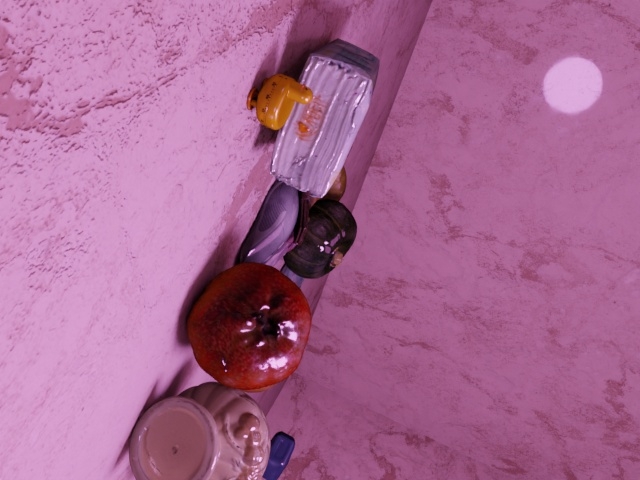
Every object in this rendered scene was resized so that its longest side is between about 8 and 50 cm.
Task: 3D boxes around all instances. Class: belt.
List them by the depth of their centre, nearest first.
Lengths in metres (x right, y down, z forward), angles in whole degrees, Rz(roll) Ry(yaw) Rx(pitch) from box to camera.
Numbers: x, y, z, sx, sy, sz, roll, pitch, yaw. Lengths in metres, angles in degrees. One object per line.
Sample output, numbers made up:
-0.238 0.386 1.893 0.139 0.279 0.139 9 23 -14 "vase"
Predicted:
-0.140 0.041 1.749 0.232 0.053 0.071 -49 158 -31 "belt"

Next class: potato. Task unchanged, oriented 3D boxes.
0.035 -0.190 2.167 0.160 0.111 0.272 -57 167 -42 "potato"

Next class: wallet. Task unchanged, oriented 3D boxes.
-0.052 -0.114 1.732 0.124 0.042 0.230 113 -16 -65 "wallet"
-0.131 0.169 2.273 0.176 0.074 0.250 96 18 -48 "wallet"

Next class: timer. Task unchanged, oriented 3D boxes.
-0.073 -0.265 1.165 0.107 0.109 0.107 24 90 -83 "timer"

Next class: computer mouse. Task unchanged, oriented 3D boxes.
-0.144 0.005 1.619 0.380 0.090 0.167 -63 171 -12 "computer mouse"

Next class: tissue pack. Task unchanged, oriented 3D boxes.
0.020 -0.297 1.400 0.388 0.162 0.288 -69 -178 -67 "tissue pack"

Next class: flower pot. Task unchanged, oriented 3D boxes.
-0.280 0.477 1.391 0.308 0.307 0.244 -65 157 -7 "flower pot"

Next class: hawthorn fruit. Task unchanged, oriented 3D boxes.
-0.170 0.209 1.431 0.285 0.284 0.369 -64 -179 -17 "hawthorn fruit"

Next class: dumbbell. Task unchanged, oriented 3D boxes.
-0.242 0.614 1.889 0.144 0.324 0.160 -60 175 -8 "dumbbell"

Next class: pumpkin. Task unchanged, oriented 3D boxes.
0.000 0.000 2.075 0.300 0.207 0.300 -42 161 -18 "pumpkin"

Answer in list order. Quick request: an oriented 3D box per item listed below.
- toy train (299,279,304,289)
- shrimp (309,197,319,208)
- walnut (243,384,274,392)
-0.109 0.185 2.479 0.105 0.071 0.178 -68 -179 -73 "toy train"
-0.027 -0.161 1.879 0.267 0.061 0.146 146 -49 -71 "shrimp"
-0.189 0.327 1.888 0.203 0.203 0.298 71 40 -79 "walnut"
